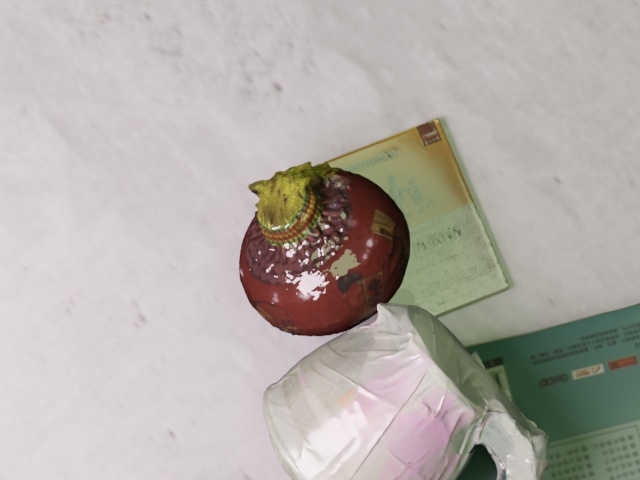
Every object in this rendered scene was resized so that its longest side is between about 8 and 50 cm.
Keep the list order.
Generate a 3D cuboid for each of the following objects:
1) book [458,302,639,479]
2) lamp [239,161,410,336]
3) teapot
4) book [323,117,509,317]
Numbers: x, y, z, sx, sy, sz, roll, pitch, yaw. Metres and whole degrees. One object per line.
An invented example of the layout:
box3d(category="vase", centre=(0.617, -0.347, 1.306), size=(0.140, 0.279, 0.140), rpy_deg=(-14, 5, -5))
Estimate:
box3d(category="book", centre=(0.240, 0.252, 1.515), size=(0.264, 0.031, 0.379), rpy_deg=(-14, 72, 5))
box3d(category="lamp", centre=(-0.003, 0.004, 1.528), size=(0.157, 0.135, 0.156), rpy_deg=(26, 71, 35))
box3d(category="teapot", centre=(0.073, 0.164, 1.469), size=(0.178, 0.163, 0.221), rpy_deg=(-41, 62, 16))
box3d(category="book", centre=(0.088, -0.014, 1.611), size=(0.118, 0.012, 0.172), rpy_deg=(-22, 83, -8))
